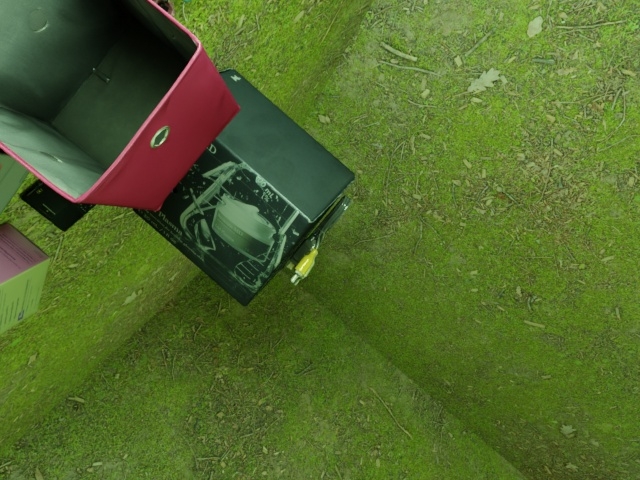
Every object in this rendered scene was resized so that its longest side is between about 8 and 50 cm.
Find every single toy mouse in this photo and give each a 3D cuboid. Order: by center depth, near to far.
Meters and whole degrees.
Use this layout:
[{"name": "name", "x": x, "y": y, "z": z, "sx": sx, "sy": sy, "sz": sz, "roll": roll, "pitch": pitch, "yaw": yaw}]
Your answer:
[{"name": "toy mouse", "x": -0.267, "y": -0.447, "z": 0.721, "sx": 0.161, "sy": 0.031, "sz": 0.143, "roll": -51, "pitch": 180, "yaw": -4}]

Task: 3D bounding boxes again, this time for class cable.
[{"name": "cable", "x": 0.000, "y": 0.000, "z": 1.153, "sx": 0.287, "sy": 0.072, "sz": 0.139, "roll": -49, "pitch": -175, "yaw": 1}]

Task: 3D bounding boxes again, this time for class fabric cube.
[{"name": "fabric cube", "x": -0.312, "y": -0.217, "z": 0.599, "sx": 0.254, "sy": 0.259, "sz": 0.258, "roll": -51, "pitch": -178, "yaw": 0}]

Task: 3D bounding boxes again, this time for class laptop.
[{"name": "laptop", "x": -0.489, "y": -0.108, "z": 0.939, "sx": 0.264, "sy": 0.136, "sz": 0.234, "roll": -50, "pitch": 180, "yaw": -21}]

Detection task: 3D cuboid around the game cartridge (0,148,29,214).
[{"name": "game cartridge", "x": -0.573, "y": -0.068, "z": 0.574, "sx": 0.196, "sy": 0.060, "sz": 0.294, "roll": -46, "pitch": -179, "yaw": 8}]

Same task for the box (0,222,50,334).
[{"name": "box", "x": -0.688, "y": 0.116, "z": 0.776, "sx": 0.214, "sy": 0.117, "sz": 0.243, "roll": -49, "pitch": -178, "yaw": 35}]

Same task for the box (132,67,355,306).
[{"name": "box", "x": -0.242, "y": -0.140, "z": 1.195, "sx": 0.472, "sy": 0.479, "sz": 0.297, "roll": -49, "pitch": 180, "yaw": 42}]
